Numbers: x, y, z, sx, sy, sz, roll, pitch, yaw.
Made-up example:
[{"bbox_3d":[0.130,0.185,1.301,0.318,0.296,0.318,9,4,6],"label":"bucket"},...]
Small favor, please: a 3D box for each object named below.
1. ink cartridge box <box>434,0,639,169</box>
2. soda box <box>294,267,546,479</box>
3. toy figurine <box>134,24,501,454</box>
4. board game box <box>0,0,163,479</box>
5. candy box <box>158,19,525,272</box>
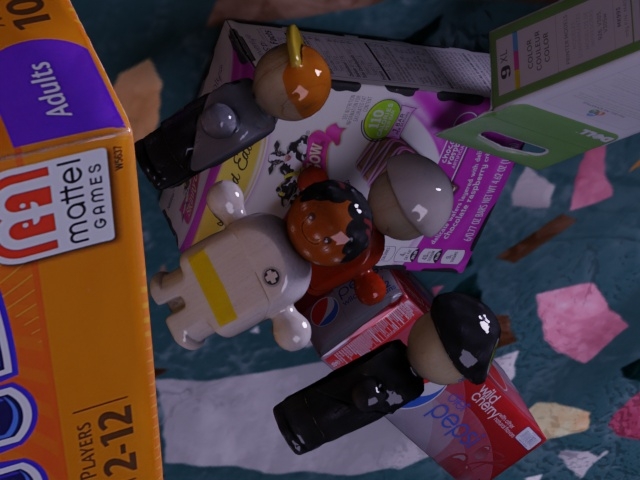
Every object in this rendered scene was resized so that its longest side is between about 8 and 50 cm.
[{"bbox_3d":[0.184,-0.114,1.130,0.109,0.062,0.209,13,157,-38],"label":"ink cartridge box"},{"bbox_3d":[0.079,0.098,1.367,0.083,0.092,0.263,-36,136,8],"label":"soda box"},{"bbox_3d":[0.000,0.000,1.051,0.148,0.213,0.209,-29,130,17],"label":"toy figurine"},{"bbox_3d":[-0.305,0.016,0.902,0.356,0.356,0.356,-15,134,-16],"label":"board game box"},{"bbox_3d":[0.022,-0.061,1.208,0.233,0.071,0.159,3,127,-29],"label":"candy box"}]
